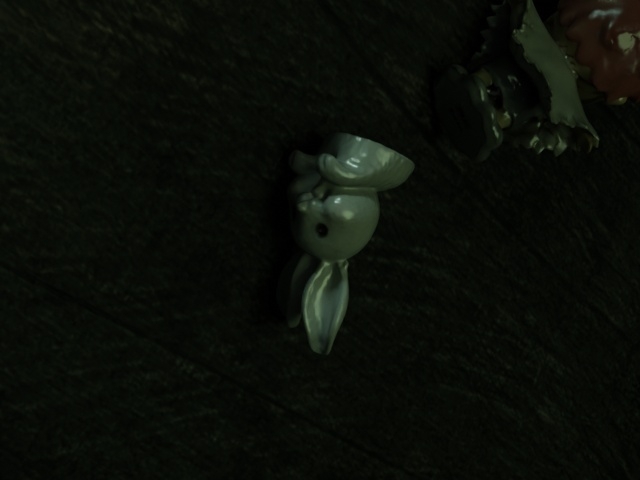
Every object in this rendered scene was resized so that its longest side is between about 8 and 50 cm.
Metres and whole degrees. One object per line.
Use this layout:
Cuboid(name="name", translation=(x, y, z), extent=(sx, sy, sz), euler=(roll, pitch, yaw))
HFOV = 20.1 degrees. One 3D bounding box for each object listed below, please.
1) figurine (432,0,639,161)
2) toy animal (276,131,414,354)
Cuboid(name="figurine", translation=(0.302, -0.216, 2.059), extent=(0.387, 0.166, 0.207), euler=(-28, 89, -28))
Cuboid(name="toy animal", translation=(0.000, -0.003, 1.860), extent=(0.131, 0.104, 0.220), euler=(27, 86, -50))
